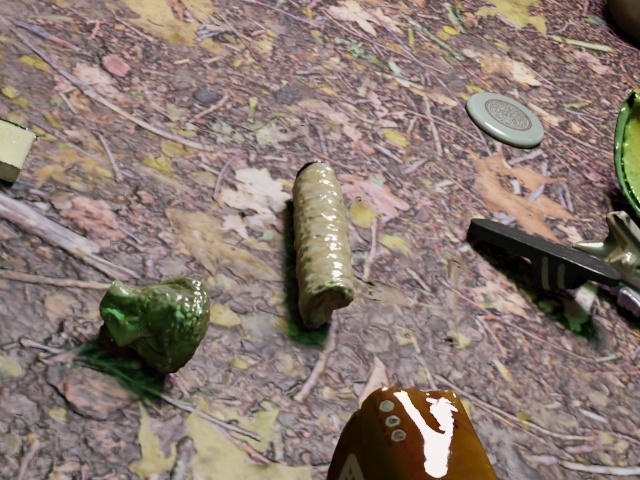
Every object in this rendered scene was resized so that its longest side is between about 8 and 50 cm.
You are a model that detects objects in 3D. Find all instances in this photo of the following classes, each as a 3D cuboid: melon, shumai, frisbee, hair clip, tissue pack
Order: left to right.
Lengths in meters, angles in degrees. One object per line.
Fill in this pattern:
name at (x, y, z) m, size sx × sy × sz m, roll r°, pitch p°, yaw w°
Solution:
shumai at (-0.140, 0.059, 1.070) m, size 0.080 × 0.083 × 0.082 m, roll 30°, pitch -11°, yaw -32°
tissue pack at (0.067, 0.235, 0.876) m, size 0.092 × 0.183 × 0.226 m, roll 6°, pitch 38°, yaw -22°
frisbee at (0.239, -0.158, 1.692) m, size 0.110 × 0.014 × 0.110 m, roll 18°, pitch 34°, yaw -13°
hair clip at (0.410, 0.072, 1.442) m, size 0.292 × 0.084 × 0.106 m, roll 37°, pitch 29°, yaw 6°
melon at (0.473, -0.054, 1.628) m, size 0.265 × 0.129 × 0.169 m, roll 40°, pitch 13°, yaw 25°

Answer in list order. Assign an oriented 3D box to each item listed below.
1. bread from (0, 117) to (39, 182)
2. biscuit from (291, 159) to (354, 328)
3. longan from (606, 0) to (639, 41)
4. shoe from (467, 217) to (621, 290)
bread at (-0.340, -0.102, 1.202) m, size 0.154 × 0.028 × 0.068 m, roll 20°, pitch 34°, yaw -11°
biscuit at (0.000, 0.000, 1.271) m, size 0.055 × 0.061 × 0.219 m, roll 24°, pitch 30°, yaw -18°
longan at (0.570, -0.413, 2.108) m, size 0.246 × 0.215 × 0.246 m, roll 2°, pitch 76°, yaw -10°
shoe at (0.237, 0.027, 1.412) m, size 0.179 × 0.049 × 0.071 m, roll 22°, pitch 16°, yaw 27°
